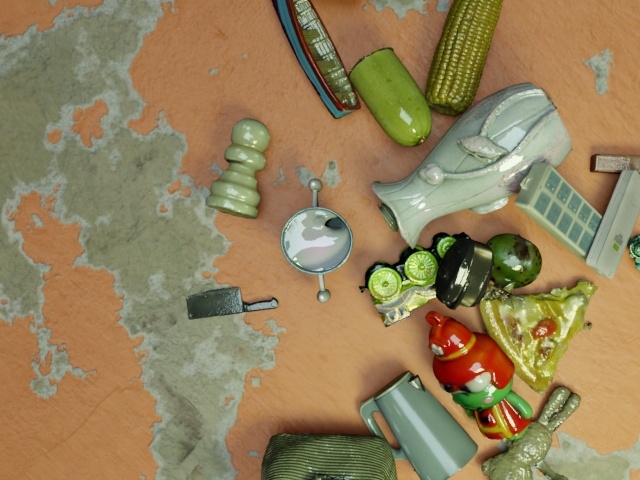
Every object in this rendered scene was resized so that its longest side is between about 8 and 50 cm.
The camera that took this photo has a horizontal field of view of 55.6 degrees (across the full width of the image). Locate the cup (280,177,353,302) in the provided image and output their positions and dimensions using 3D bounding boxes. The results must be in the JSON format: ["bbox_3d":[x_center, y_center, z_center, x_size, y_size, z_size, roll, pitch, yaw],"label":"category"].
[{"bbox_3d":[0.000,0.000,1.469,0.167,0.173,0.300,-4,90,7],"label":"cup"}]

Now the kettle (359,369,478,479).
[{"bbox_3d":[0.225,0.459,1.481,0.243,0.160,0.210,52,123,10],"label":"kettle"}]

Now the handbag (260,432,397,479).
[{"bbox_3d":[0.015,0.615,1.424,0.340,0.240,0.247,1,117,4],"label":"handbag"}]

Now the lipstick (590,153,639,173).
[{"bbox_3d":[0.730,-0.183,1.457,0.145,0.045,0.045,3,89,6],"label":"lipstick"}]

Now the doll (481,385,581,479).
[{"bbox_3d":[0.509,0.484,1.473,0.202,0.091,0.286,10,82,14],"label":"doll"}]

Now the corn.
[{"bbox_3d":[0.347,-0.476,1.456,0.131,0.131,0.344,17,90,5],"label":"corn"}]

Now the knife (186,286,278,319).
[{"bbox_3d":[-0.230,0.158,1.572,0.245,0.019,0.072,-7,89,8],"label":"knife"}]

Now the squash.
[{"bbox_3d":[0.179,-0.328,1.452,0.132,0.132,0.247,-30,77,5],"label":"squash"}]

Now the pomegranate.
[{"bbox_3d":[0.446,0.063,1.426,0.148,0.148,0.169,7,49,6],"label":"pomegranate"}]

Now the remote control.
[{"bbox_3d":[0.700,-0.039,1.426,0.103,0.034,0.250,27,84,-37],"label":"remote control"}]

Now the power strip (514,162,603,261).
[{"bbox_3d":[0.561,-0.051,1.372,0.367,0.043,0.106,29,86,-37],"label":"power strip"}]

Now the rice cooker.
[{"bbox_3d":[0.327,0.077,1.377,0.106,0.112,0.165,10,105,-11],"label":"rice cooker"}]

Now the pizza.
[{"bbox_3d":[0.544,0.187,1.465,0.287,0.075,0.280,-42,87,5],"label":"pizza"}]

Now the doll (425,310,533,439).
[{"bbox_3d":[0.360,0.305,1.427,0.363,0.182,0.160,51,58,-13],"label":"doll"}]

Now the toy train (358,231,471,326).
[{"bbox_3d":[0.247,0.091,1.484,0.296,0.100,0.160,-26,95,4],"label":"toy train"}]

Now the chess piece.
[{"bbox_3d":[-0.195,-0.185,1.522,0.133,0.133,0.243,14,85,6],"label":"chess piece"}]

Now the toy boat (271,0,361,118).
[{"bbox_3d":[-0.021,-0.485,1.504,0.079,0.136,0.392,-29,88,37],"label":"toy boat"}]

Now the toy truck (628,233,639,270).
[{"bbox_3d":[0.786,0.059,1.446,0.154,0.080,0.078,44,121,4],"label":"toy truck"}]

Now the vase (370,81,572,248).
[{"bbox_3d":[0.338,-0.167,1.404,0.445,0.250,0.250,-32,87,11],"label":"vase"}]
